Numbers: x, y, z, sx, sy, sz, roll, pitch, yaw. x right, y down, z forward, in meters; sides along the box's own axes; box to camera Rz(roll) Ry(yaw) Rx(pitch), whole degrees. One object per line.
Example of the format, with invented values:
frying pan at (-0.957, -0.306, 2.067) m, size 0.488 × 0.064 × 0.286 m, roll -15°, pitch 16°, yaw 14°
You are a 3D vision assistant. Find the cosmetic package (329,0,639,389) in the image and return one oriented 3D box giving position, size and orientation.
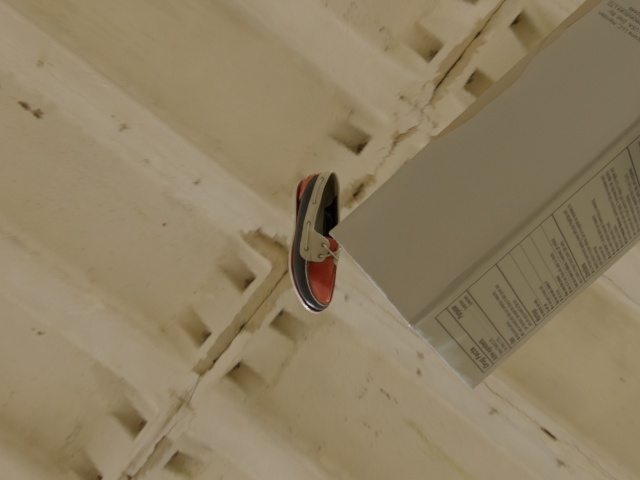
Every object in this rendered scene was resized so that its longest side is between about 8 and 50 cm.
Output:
cosmetic package at (0.177, -0.045, 0.750) m, size 0.309 × 0.160 × 0.113 m, roll -41°, pitch -125°, yaw 1°

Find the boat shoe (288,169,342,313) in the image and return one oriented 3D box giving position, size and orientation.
boat shoe at (0.000, 0.000, 0.932) m, size 0.043 × 0.049 × 0.137 m, roll -17°, pitch -114°, yaw 40°
